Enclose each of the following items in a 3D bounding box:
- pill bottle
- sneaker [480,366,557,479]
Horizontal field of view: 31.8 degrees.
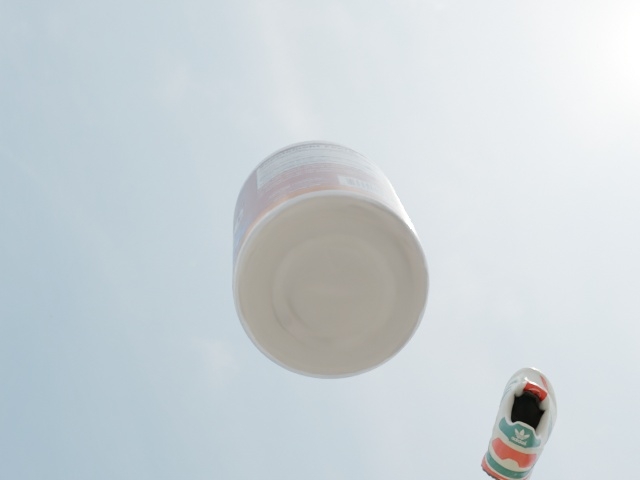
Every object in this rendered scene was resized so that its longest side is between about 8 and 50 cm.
[{"bbox_3d":[0.000,0.000,0.768,0.121,0.216,0.121,-1,-73,-4],"label":"pill bottle"},{"bbox_3d":[0.194,0.153,1.032,0.057,0.161,0.075,25,-57,10],"label":"sneaker"}]
